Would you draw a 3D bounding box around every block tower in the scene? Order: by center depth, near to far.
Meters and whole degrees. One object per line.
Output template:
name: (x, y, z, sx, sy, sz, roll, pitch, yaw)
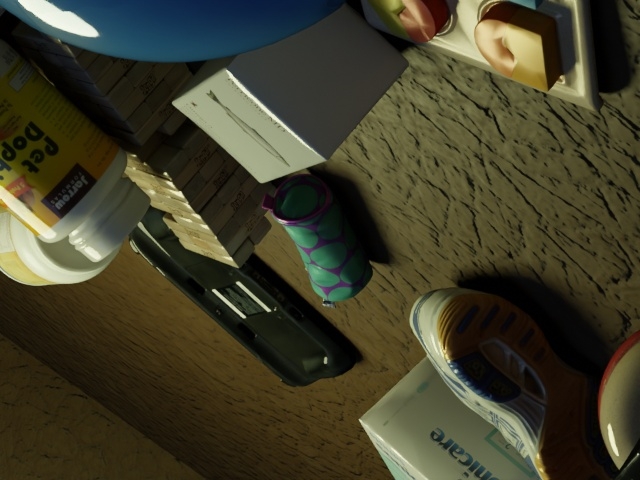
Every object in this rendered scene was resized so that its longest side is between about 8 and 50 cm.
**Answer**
block tower: (-0.163, -0.118, 1.456, 0.097, 0.091, 0.335, 18, 152, 43)

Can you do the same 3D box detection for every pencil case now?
pencil case: (0.000, 0.000, 1.482, 0.070, 0.064, 0.151, 0, 145, 20)

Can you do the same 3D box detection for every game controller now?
game controller: (-0.097, 0.064, 1.830, 0.319, 0.067, 0.166, 42, 146, -16)

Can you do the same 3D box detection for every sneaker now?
sneaker: (0.203, 0.149, 1.446, 0.296, 0.112, 0.131, 51, 170, -19)

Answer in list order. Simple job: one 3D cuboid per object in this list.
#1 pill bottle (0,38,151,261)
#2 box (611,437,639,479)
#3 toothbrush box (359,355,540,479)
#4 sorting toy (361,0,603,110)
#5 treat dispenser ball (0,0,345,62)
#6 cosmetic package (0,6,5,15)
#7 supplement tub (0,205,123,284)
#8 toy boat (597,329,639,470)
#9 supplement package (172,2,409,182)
pill bottle: (-0.265, -0.080, 1.406, 0.215, 0.117, 0.117, 43, 160, -16)
box: (0.366, 0.161, 1.037, 0.261, 0.184, 0.103, 33, 158, 12)
toothbrush box: (0.191, 0.285, 1.653, 0.216, 0.126, 0.295, 38, 166, 39)
sorting toy: (0.088, -0.172, 0.976, 0.193, 0.038, 0.208, 25, 158, 30)
treat dispenser ball: (-0.075, -0.232, 0.741, 0.288, 0.288, 0.288, 33, 160, 13)
cosmetic package: (-0.397, -0.291, 1.401, 0.224, 0.138, 0.225, 45, 158, -21)
supplement tub: (-0.338, -0.016, 1.912, 0.144, 0.144, 0.200, 44, 159, -18)
toy boat: (0.329, 0.155, 1.203, 0.231, 0.151, 0.151, 39, -170, -5)
supplement package: (-0.028, -0.123, 1.168, 0.105, 0.105, 0.179, 43, 165, -11)
